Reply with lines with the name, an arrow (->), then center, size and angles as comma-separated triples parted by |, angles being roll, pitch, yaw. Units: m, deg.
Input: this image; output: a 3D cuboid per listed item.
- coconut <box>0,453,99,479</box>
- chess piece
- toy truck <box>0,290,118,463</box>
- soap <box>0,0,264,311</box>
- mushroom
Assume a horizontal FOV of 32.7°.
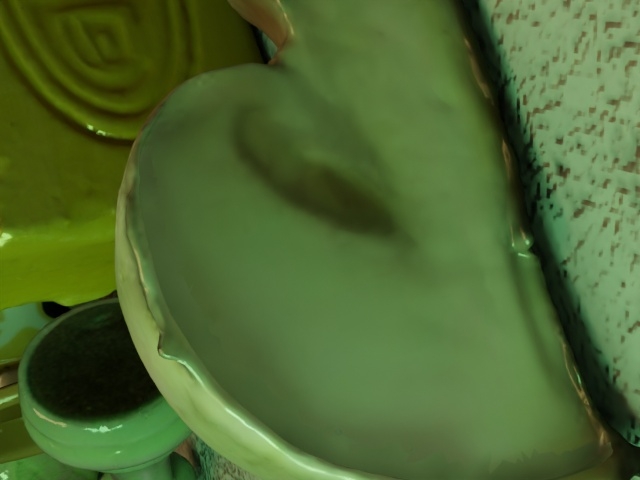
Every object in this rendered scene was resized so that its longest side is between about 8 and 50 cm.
coconut -> -0.356, 0.241, 1.229 | 0.204, 0.236, 0.236 | 8, 111, 29
chess piece -> -0.138, 0.183, 0.844 | 0.139, 0.139, 0.272 | 50, 154, 46
toy truck -> -0.265, 0.062, 0.944 | 0.288, 0.204, 0.212 | 117, 135, -62
soap -> -0.147, -0.124, 0.614 | 0.096, 0.204, 0.325 | -49, 57, 56
mushroom -> -0.017, 0.013, 0.439 | 0.173, 0.162, 0.236 | -45, 58, 59
